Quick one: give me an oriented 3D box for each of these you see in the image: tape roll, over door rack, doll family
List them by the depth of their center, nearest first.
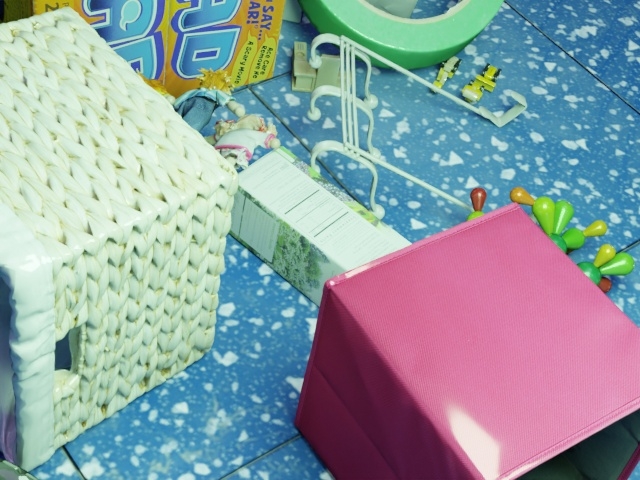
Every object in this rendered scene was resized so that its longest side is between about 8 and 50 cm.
[{"bbox_3d":[-0.182,-0.153,1.367,0.263,0.118,0.163,0,35,23],"label":"doll family"},{"bbox_3d":[0.129,-0.131,1.483,0.324,0.108,0.239,16,46,-17],"label":"over door rack"},{"bbox_3d":[0.115,-0.411,1.597,0.321,0.077,0.321,3,76,-13],"label":"tape roll"}]

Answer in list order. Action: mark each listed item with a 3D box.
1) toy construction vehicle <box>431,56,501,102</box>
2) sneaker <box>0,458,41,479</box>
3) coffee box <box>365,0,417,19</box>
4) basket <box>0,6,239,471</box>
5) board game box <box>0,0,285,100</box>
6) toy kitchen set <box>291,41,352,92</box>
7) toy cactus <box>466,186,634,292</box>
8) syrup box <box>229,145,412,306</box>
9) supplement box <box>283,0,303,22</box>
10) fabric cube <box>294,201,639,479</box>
[{"bbox_3d":[0.215,-0.236,1.632,0.086,0.035,0.098,26,44,6],"label":"toy construction vehicle"},{"bbox_3d":[-0.238,0.298,1.041,0.267,0.101,0.106,24,71,8],"label":"sneaker"},{"bbox_3d":[0.088,-0.475,1.705,0.141,0.098,0.246,10,75,-4],"label":"coffee box"},{"bbox_3d":[-0.286,-0.009,1.130,0.266,0.328,0.331,-27,59,-33],"label":"basket"},{"bbox_3d":[-0.277,-0.420,1.472,0.356,0.356,0.356,-20,56,-26],"label":"board game box"},{"bbox_3d":[0.004,-0.259,1.582,0.083,0.068,0.075,5,48,-8],"label":"toy kitchen set"},{"bbox_3d":[0.274,0.033,1.370,0.219,0.112,0.180,21,69,-11],"label":"toy cactus"},{"bbox_3d":[0.000,0.000,1.335,0.237,0.093,0.096,37,52,20],"label":"syrup box"},{"bbox_3d":[-0.058,-0.455,1.714,0.114,0.111,0.220,12,48,-2],"label":"supplement box"},{"bbox_3d":[0.156,0.166,1.113,0.254,0.259,0.258,-23,55,-27],"label":"fabric cube"}]
